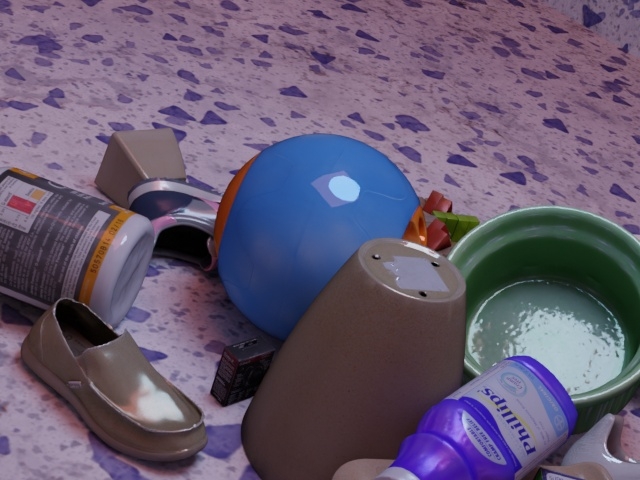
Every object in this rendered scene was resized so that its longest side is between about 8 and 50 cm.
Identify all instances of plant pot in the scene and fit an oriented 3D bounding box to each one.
[{"bbox_3d":[0.066,0.144,1.274,0.256,0.274,0.256,15,29,-8],"label":"plant pot"},{"bbox_3d":[-0.269,-0.100,1.693,0.109,0.109,0.096,-10,52,-41],"label":"plant pot"}]

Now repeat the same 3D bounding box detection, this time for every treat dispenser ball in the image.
[{"bbox_3d":[0.000,0.000,1.470,0.288,0.288,0.288,14,29,-8],"label":"treat dispenser ball"}]

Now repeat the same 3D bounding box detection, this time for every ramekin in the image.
[{"bbox_3d":[0.307,0.116,1.475,0.303,0.148,0.303,-4,55,5],"label":"ramekin"}]

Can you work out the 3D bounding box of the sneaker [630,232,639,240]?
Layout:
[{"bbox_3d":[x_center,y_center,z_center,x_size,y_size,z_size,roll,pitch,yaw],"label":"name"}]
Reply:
[{"bbox_3d":[0.601,0.082,1.863,0.296,0.112,0.131,20,29,4],"label":"sneaker"}]

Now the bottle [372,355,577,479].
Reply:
[{"bbox_3d":[0.161,0.219,1.158,0.283,0.092,0.118,-22,68,-45],"label":"bottle"}]

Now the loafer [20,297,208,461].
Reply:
[{"bbox_3d":[-0.239,0.157,1.262,0.268,0.092,0.102,30,31,20],"label":"loafer"}]

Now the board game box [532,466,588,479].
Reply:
[{"bbox_3d":[0.325,0.322,1.151,0.201,0.035,0.136,17,32,-5],"label":"board game box"}]

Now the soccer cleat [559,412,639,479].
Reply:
[{"bbox_3d":[0.433,0.329,1.273,0.331,0.143,0.116,34,4,27],"label":"soccer cleat"}]

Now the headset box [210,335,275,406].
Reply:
[{"bbox_3d":[-0.095,0.158,1.352,0.062,0.083,0.032,-15,43,-44],"label":"headset box"}]

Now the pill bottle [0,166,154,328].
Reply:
[{"bbox_3d":[-0.367,-0.001,1.395,0.278,0.162,0.162,21,29,5],"label":"pill bottle"}]

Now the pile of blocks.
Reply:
[{"bbox_3d":[0.201,0.015,1.747,0.149,0.112,0.362,18,29,0],"label":"pile of blocks"}]

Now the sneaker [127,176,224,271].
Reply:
[{"bbox_3d":[-0.128,-0.001,1.618,0.319,0.112,0.131,6,48,-17],"label":"sneaker"}]

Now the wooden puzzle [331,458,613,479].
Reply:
[{"bbox_3d":[0.205,0.367,1.130,0.348,0.080,0.322,3,35,-23],"label":"wooden puzzle"}]
